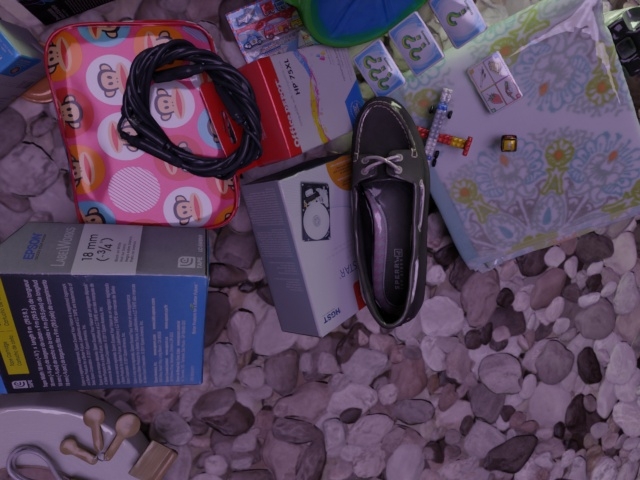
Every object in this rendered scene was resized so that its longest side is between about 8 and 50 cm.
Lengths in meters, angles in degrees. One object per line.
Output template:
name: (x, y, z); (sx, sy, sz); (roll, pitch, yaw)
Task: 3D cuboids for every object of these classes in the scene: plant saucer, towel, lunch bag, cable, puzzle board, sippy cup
plant saucer: (-0.394, -0.234, 0.705); (0.083, 0.013, 0.084); (-3, 101, -15)
towel: (0.317, -0.150, 0.805); (0.320, 0.090, 0.375); (-23, 110, 19)
lunch bag: (-0.220, -0.152, 0.711); (0.257, 0.120, 0.294); (-8, 101, -14)
cable: (-0.153, -0.159, 0.639); (0.184, 0.047, 0.151); (25, 100, -11)
puzzle board: (-0.067, -0.324, 0.777); (0.128, 0.011, 0.097); (-27, 105, -8)
sippy cup: (0.031, -0.422, 0.665); (0.240, 0.305, 0.224); (-36, 73, 29)

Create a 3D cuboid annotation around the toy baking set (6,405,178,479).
toy baking set: (-0.345, 0.357, 0.747); (0.256, 0.030, 0.197); (-30, 100, -15)

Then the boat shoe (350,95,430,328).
boat shoe: (0.100, -0.038, 0.720); (0.112, 0.095, 0.336); (-3, 98, 16)

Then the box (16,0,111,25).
box: (-0.304, -0.334, 0.657); (0.162, 0.116, 0.029); (-27, 104, -9)

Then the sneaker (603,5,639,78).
sneaker: (0.390, -0.270, 0.860); (0.330, 0.146, 0.122); (-29, 113, 18)

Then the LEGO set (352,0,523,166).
LEGO set: (0.179, -0.206, 0.724); (0.182, 0.060, 0.244); (-29, 104, 26)

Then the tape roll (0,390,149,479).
tape roll: (-0.450, 0.420, 0.781); (0.391, 0.072, 0.393); (-3, 101, -15)

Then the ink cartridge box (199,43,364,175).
ink cartridge box: (-0.042, -0.192, 0.717); (0.231, 0.077, 0.134); (-33, 110, -41)

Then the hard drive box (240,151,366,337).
hard drive box: (0.000, 0.000, 0.772); (0.181, 0.089, 0.232); (-29, 110, -43)

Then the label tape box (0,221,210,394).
label tape box: (-0.324, 0.096, 0.682); (0.333, 0.106, 0.241); (2, 131, -15)

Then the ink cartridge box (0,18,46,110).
ink cartridge box: (-0.444, -0.197, 0.642); (0.181, 0.104, 0.062); (-37, 103, 4)
